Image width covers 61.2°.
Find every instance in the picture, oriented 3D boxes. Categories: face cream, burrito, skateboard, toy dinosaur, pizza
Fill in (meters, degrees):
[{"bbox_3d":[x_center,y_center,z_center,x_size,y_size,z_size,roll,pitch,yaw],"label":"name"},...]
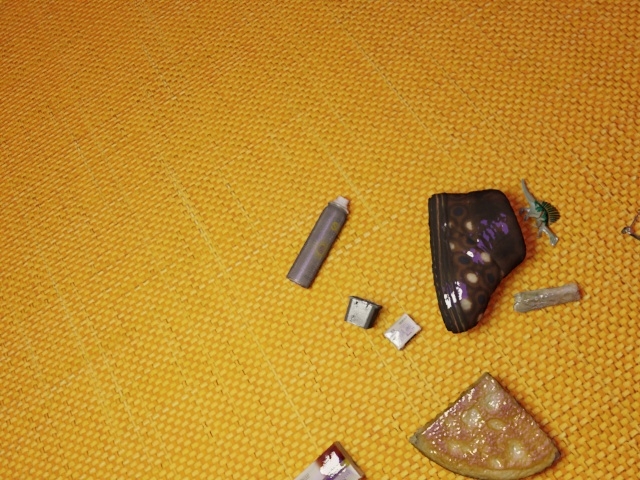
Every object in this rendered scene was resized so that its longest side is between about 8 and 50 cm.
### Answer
[{"bbox_3d":[0.000,0.000,1.526,0.073,0.073,0.284,25,78,16],"label":"face cream"},{"bbox_3d":[0.581,0.147,1.395,0.171,0.042,0.051,-11,101,11],"label":"burrito"},{"bbox_3d":[0.841,-0.042,1.422,0.063,0.032,0.083,32,82,7],"label":"skateboard"},{"bbox_3d":[0.599,-0.079,1.471,0.106,0.044,0.187,9,61,-1],"label":"toy dinosaur"},{"bbox_3d":[0.392,0.493,1.298,0.268,0.087,0.258,-39,75,-3],"label":"pizza"}]

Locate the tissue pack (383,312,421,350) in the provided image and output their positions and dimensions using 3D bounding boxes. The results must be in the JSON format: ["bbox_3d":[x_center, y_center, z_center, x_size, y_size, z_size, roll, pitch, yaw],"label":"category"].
[{"bbox_3d":[0.217,0.241,1.429,0.083,0.042,0.062,-44,69,-6],"label":"tissue pack"}]

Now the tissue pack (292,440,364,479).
[{"bbox_3d":[0.017,0.584,1.324,0.148,0.099,0.106,-42,70,-4],"label":"tissue pack"}]

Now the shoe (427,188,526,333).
[{"bbox_3d":[0.405,0.045,1.391,0.237,0.171,0.384,-6,64,12],"label":"shoe"}]

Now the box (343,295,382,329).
[{"bbox_3d":[0.111,0.190,1.427,0.084,0.122,0.069,19,88,16],"label":"box"}]
